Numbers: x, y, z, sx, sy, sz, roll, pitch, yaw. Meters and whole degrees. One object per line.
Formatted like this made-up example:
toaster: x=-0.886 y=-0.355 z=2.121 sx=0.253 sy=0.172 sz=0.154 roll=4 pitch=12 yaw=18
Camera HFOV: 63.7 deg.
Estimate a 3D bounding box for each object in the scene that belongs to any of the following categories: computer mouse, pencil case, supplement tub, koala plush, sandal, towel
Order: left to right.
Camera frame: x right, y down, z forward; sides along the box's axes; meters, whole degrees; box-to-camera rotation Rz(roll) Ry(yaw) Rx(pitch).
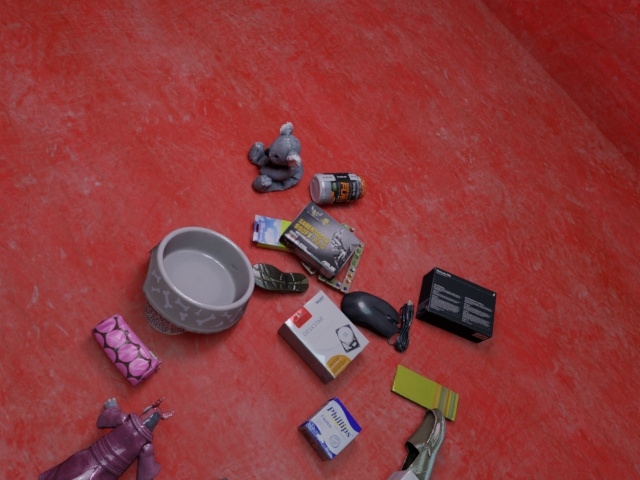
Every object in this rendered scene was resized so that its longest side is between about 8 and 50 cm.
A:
pencil case: x=-0.545 y=0.302 z=1.450 sx=0.098 sy=0.095 sz=0.209 roll=-43 pitch=85 yaw=3
sandal: x=-0.142 y=0.133 z=1.718 sx=0.219 sy=0.060 sz=0.090 roll=10 pitch=66 yaw=-32
koala plush: x=-0.133 y=-0.303 z=1.849 sx=0.203 sy=0.221 sz=0.196 roll=-2 pitch=64 yaw=-22
supplement tub: x=0.066 y=-0.196 z=1.931 sx=0.190 sy=0.117 sz=0.117 roll=-5 pitch=66 yaw=-23
computer mouse: x=0.204 y=0.249 z=1.774 sx=0.272 sy=0.072 sz=0.188 roll=24 pitch=59 yaw=-8
towel: x=0.351 y=0.510 z=1.725 sx=0.237 sy=0.021 sz=0.102 roll=27 pitch=52 yaw=-4

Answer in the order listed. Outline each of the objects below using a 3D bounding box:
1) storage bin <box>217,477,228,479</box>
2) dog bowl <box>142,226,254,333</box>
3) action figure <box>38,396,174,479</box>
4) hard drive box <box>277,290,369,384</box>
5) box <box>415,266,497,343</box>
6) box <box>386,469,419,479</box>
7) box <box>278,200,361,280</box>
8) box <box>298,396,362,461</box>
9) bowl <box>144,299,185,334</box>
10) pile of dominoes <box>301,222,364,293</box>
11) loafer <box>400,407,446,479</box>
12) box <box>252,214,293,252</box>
storage bin: x=-0.283 y=0.693 z=1.350 sx=0.135 sy=0.098 sz=0.091 roll=-8 pitch=39 yaw=-24
dog bowl: x=-0.355 y=0.105 z=1.550 sx=0.349 sy=0.102 sz=0.349 roll=23 pitch=39 yaw=-21
action figure: x=-0.524 y=0.519 z=1.251 sx=0.248 sy=0.276 sz=0.370 roll=41 pitch=71 yaw=11
hard drive box: x=0.009 y=0.309 z=1.658 sx=0.232 sy=0.089 sz=0.181 roll=46 pitch=57 yaw=7
box: x=0.496 y=0.235 z=1.875 sx=0.261 sy=0.103 sz=0.184 roll=23 pitch=61 yaw=-7
box: x=0.233 y=0.791 z=1.470 sx=0.181 sy=0.119 sz=0.182 roll=-34 pitch=80 yaw=-32
box: x=0.000 y=0.000 z=1.789 sx=0.231 sy=0.056 sz=0.183 roll=39 pitch=58 yaw=0
box: x=0.029 y=0.562 z=1.542 sx=0.137 sy=0.072 sz=0.126 roll=-34 pitch=80 yaw=-32
bowl: x=-0.440 y=0.192 z=1.555 sx=0.170 sy=0.080 sz=0.170 roll=8 pitch=62 yaw=-16
pile of dominoes: x=0.051 y=0.042 z=1.833 sx=0.196 sy=0.040 sz=0.251 roll=27 pitch=52 yaw=-6
loafer: x=0.317 y=0.632 z=1.601 sx=0.087 sy=0.094 sz=0.251 roll=31 pitch=57 yaw=-8
box: x=-0.148 y=-0.021 z=1.799 sx=0.178 sy=0.042 sz=0.109 roll=11 pitch=60 yaw=-16
